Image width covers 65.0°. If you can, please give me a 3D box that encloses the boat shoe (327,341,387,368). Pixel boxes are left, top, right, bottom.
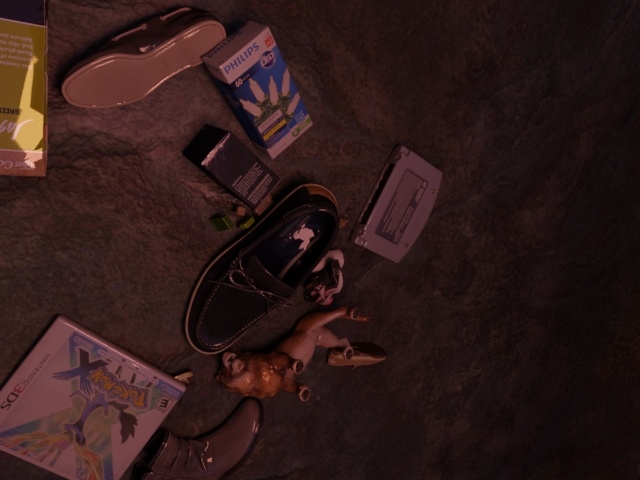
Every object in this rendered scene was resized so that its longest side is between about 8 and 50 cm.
[{"bbox_3d":[0.106,0.348,1.498,0.190,0.068,0.072,10,113,-23],"label":"boat shoe"}]

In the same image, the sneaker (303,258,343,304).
[{"bbox_3d":[0.004,0.119,1.319,0.077,0.072,0.178,-1,139,-20],"label":"sneaker"}]

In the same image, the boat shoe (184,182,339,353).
[{"bbox_3d":[-0.138,0.079,1.178,0.187,0.156,0.500,41,95,-26],"label":"boat shoe"}]

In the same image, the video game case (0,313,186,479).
[{"bbox_3d":[-0.522,0.369,1.110,0.329,0.036,0.300,38,85,-23],"label":"video game case"}]

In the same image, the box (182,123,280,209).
[{"bbox_3d":[-0.196,-0.162,1.093,0.093,0.156,0.158,-51,123,-6],"label":"box"}]

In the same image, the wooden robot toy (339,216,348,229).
[{"bbox_3d":[0.000,0.000,1.315,0.173,0.076,0.079,-23,127,-22],"label":"wooden robot toy"}]

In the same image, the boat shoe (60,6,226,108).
[{"bbox_3d":[-0.349,-0.363,0.990,0.335,0.095,0.112,-30,147,-15],"label":"boat shoe"}]

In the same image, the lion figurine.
[{"bbox_3d":[-0.063,0.282,1.310,0.392,0.240,0.142,-27,108,-37],"label":"lion figurine"}]

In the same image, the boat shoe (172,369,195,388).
[{"bbox_3d":[-0.375,0.363,1.210,0.152,0.056,0.049,-21,81,-23],"label":"boat shoe"}]

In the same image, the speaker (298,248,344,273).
[{"bbox_3d":[-0.007,0.058,1.336,0.136,0.055,0.055,-10,110,-28],"label":"speaker"}]

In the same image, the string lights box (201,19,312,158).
[{"bbox_3d":[-0.128,-0.318,1.086,0.133,0.077,0.259,-44,141,-11],"label":"string lights box"}]

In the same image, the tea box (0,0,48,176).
[{"bbox_3d":[-0.536,-0.282,0.750,0.220,0.329,0.323,0,107,-31],"label":"tea box"}]

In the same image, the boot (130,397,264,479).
[{"bbox_3d":[-0.309,0.525,1.279,0.223,0.118,0.338,37,81,-28],"label":"boot"}]

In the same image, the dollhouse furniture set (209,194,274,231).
[{"bbox_3d":[-0.187,-0.077,1.205,0.151,0.058,0.076,-46,117,-33],"label":"dollhouse furniture set"}]

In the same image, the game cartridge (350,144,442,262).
[{"bbox_3d":[0.224,-0.094,1.425,0.198,0.062,0.297,26,92,-38],"label":"game cartridge"}]
